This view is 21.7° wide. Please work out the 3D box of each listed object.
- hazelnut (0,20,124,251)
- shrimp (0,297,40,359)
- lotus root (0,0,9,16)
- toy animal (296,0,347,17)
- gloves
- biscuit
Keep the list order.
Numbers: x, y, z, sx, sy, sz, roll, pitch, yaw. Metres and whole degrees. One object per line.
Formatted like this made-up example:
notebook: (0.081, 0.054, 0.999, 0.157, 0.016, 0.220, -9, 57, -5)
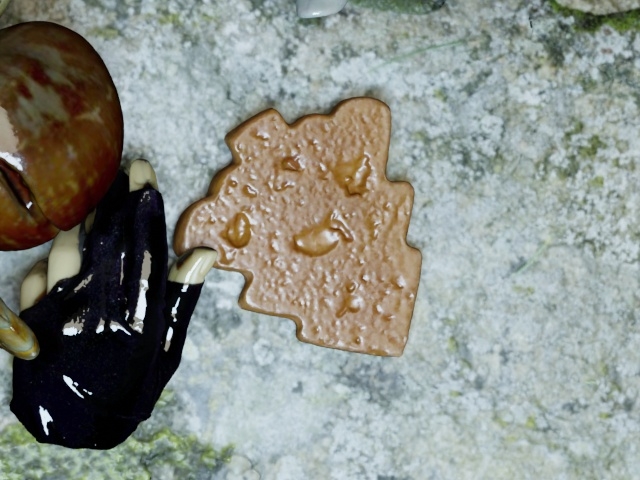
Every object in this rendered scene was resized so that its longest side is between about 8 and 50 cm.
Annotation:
hazelnut: (-0.313, -0.110, 1.667, 0.218, 0.218, 0.234, 36, 55, -9)
shrimp: (-0.380, 0.017, 1.624, 0.296, 0.169, 0.058, 36, 74, 30)
lotus root: (-0.438, -0.232, 1.666, 0.310, 0.183, 0.183, -44, 97, -7)
toy animal: (-0.046, -0.407, 1.752, 0.310, 0.183, 0.247, 34, 87, -14)
gloves: (-0.212, 0.066, 1.718, 0.197, 0.152, 0.301, 8, 85, -20)
biscuit: (0.000, 0.000, 1.814, 0.284, 0.043, 0.306, -33, 97, -12)
